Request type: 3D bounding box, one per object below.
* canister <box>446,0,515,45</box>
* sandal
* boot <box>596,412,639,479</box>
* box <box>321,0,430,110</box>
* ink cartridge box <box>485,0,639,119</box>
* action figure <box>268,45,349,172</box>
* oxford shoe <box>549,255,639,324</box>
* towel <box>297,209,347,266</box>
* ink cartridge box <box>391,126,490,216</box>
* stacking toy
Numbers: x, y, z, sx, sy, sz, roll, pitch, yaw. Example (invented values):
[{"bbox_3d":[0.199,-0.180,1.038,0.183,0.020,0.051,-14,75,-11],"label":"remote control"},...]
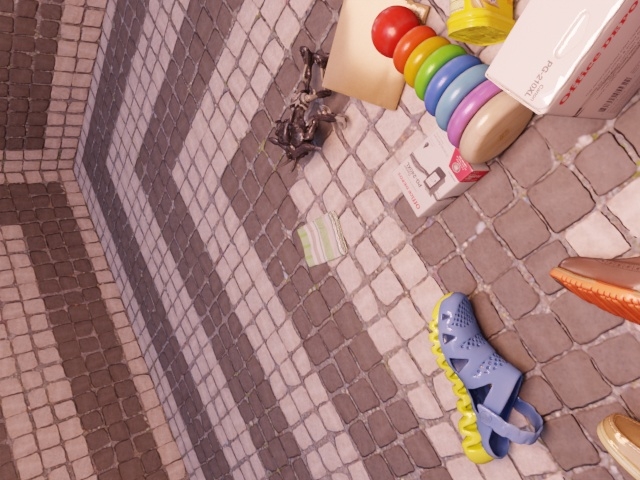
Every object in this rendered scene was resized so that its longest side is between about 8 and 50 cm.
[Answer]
[{"bbox_3d":[0.253,-0.409,0.768,0.073,0.126,0.170,5,100,48],"label":"canister"},{"bbox_3d":[0.298,0.240,0.870,0.138,0.126,0.318,-20,91,45],"label":"sandal"},{"bbox_3d":[0.524,0.265,0.620,0.261,0.095,0.204,34,124,32],"label":"boot"},{"bbox_3d":[0.103,-0.378,0.961,0.164,0.021,0.201,22,119,9],"label":"box"},{"bbox_3d":[0.344,-0.251,0.611,0.100,0.237,0.172,50,131,29],"label":"ink cartridge box"},{"bbox_3d":[-0.019,-0.281,1.099,0.164,0.140,0.276,20,97,43],"label":"action figure"},{"bbox_3d":[0.488,0.053,0.632,0.363,0.129,0.133,12,77,52],"label":"oxford shoe"},{"bbox_3d":[0.000,0.000,1.220,0.152,0.023,0.113,-24,79,49],"label":"towel"},{"bbox_3d":[0.219,-0.128,0.912,0.150,0.063,0.109,-45,65,43],"label":"ink cartridge box"},{"bbox_3d":[0.198,-0.285,0.836,0.330,0.141,0.141,52,132,25],"label":"stacking toy"}]
